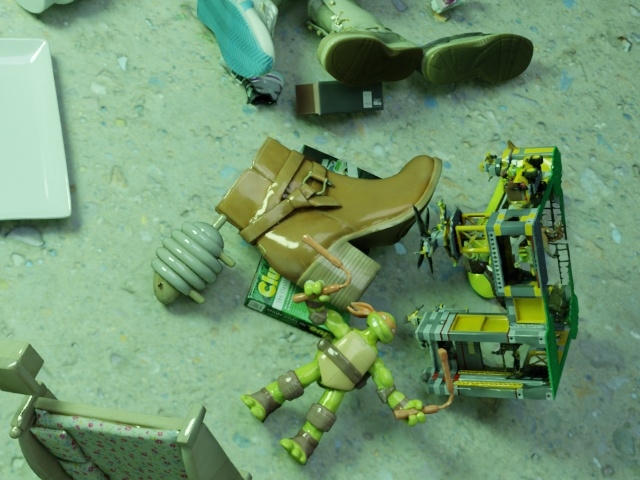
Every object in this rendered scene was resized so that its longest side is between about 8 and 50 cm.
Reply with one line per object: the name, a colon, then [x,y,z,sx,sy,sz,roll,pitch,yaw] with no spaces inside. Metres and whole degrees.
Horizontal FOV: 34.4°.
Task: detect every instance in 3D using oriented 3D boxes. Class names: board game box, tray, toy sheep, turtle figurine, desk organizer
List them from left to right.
tray: [-0.400,-0.139,1.296,0.145,0.030,0.270,-3,63,-23]
toy sheep: [-0.156,0.022,1.266,0.091,0.091,0.132,38,81,2]
board game box: [0.000,0.000,1.376,0.136,0.030,0.260,25,56,-9]
turtle figurine: [0.011,0.144,1.232,0.217,0.087,0.269,-42,98,-9]
desk organizer: [0.028,-0.206,1.487,0.130,0.050,0.047,-11,100,-42]

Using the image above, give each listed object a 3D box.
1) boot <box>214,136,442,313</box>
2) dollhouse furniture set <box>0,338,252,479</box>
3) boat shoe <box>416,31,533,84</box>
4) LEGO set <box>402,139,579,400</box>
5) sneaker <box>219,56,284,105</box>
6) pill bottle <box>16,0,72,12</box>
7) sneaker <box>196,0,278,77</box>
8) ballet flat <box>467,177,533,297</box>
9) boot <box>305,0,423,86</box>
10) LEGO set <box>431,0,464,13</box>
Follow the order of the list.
boot: [0.016,-0.062,1.349,0.220,0.109,0.283,36,64,4]
dollhouse furniture set: [-0.142,0.272,0.965,0.303,0.356,0.174,3,51,25]
boat shoe: [0.233,-0.288,1.599,0.223,0.080,0.073,-14,34,-33]
LEGO set: [0.204,0.043,1.306,0.192,0.331,0.255,0,38,24]
sneaker: [-0.101,-0.219,1.452,0.098,0.038,0.069,20,56,-9]
pill bottle: [-0.346,-0.383,1.415,0.094,0.094,0.169,39,55,3]
sneaker: [-0.099,-0.302,1.435,0.092,0.087,0.229,-2,39,-25]
ballet flat: [0.266,-0.026,1.463,0.077,0.077,0.231,29,56,-6]
boot: [0.031,-0.297,1.483,0.165,0.077,0.213,44,31,26]
LEGO set: [0.172,-0.513,1.640,0.132,0.107,0.287,-37,95,-26]
